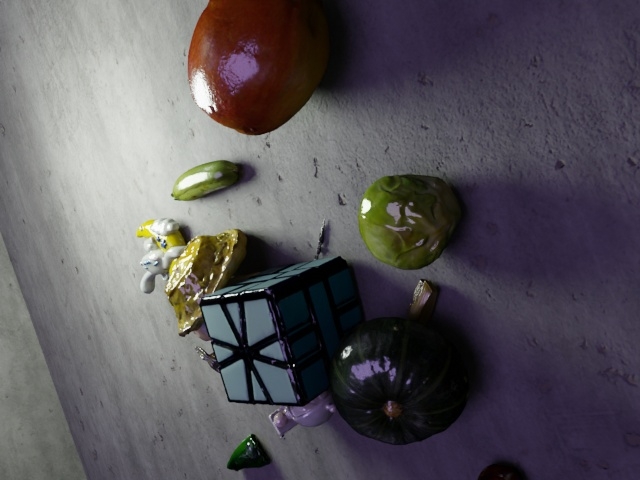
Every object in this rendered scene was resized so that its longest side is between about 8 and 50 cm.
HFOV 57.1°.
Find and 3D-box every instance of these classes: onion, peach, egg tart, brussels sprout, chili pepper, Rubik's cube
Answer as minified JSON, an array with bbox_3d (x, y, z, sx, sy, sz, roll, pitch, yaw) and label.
[{"bbox_3d":[0.380,0.540,1.246,0.118,0.118,0.117,-37,81,42],"label":"onion"},{"bbox_3d":[-0.132,-0.415,1.298,0.289,0.373,0.373,30,128,-6],"label":"peach"},{"bbox_3d":[-0.329,0.094,1.622,0.129,0.341,0.341,34,137,-22],"label":"egg tart"},{"bbox_3d":[0.175,-0.037,1.218,0.223,0.161,0.223,19,116,45],"label":"brussels sprout"},{"bbox_3d":[-0.237,0.697,1.885,0.108,0.062,0.216,57,134,14],"label":"chili pepper"},{"bbox_3d":[-0.081,0.218,1.444,0.293,0.283,0.289,-9,97,40],"label":"Rubik's cube"}]

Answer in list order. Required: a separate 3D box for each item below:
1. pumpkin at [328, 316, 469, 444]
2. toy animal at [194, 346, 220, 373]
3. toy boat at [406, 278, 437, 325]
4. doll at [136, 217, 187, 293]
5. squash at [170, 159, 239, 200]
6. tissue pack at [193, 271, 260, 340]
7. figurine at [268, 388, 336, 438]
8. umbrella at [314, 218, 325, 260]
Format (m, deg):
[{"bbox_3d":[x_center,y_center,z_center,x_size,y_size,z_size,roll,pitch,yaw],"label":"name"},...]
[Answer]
[{"bbox_3d":[0.168,0.299,1.272,0.300,0.207,0.300,6,117,12],"label":"pumpkin"},{"bbox_3d":[-0.229,0.336,1.647,0.087,0.243,0.260,-51,48,0],"label":"toy animal"},{"bbox_3d":[0.220,0.154,1.316,0.049,0.047,0.149,42,125,43],"label":"toy boat"},{"bbox_3d":[-0.520,0.047,1.912,0.252,0.111,0.237,-13,95,35],"label":"doll"},{"bbox_3d":[-0.360,-0.168,1.717,0.341,0.094,0.095,-13,94,44],"label":"squash"},{"bbox_3d":[-0.254,0.190,1.670,0.222,0.186,0.090,-10,133,43],"label":"tissue pack"},{"bbox_3d":[-0.043,0.429,1.532,0.256,0.181,0.145,138,121,-62],"label":"figurine"},{"bbox_3d":[0.001,0.002,1.491,0.022,0.013,0.122,50,135,48],"label":"umbrella"}]
